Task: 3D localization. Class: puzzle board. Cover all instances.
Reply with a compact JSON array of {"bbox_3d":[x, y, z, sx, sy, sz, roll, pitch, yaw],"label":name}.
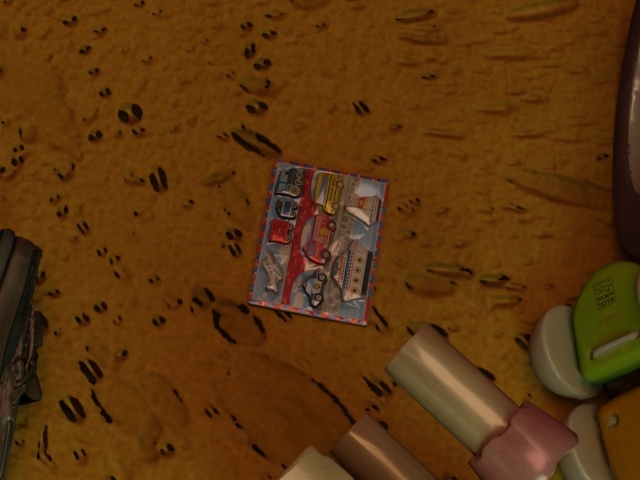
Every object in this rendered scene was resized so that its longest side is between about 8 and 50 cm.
[{"bbox_3d":[0.000,0.000,1.375,0.096,0.011,0.128,10,68,-1],"label":"puzzle board"}]

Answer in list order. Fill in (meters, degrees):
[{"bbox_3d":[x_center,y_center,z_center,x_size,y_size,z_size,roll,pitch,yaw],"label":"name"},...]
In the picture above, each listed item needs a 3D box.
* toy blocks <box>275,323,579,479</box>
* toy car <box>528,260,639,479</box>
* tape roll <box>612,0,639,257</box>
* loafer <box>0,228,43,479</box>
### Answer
[{"bbox_3d":[0.049,0.271,1.125,0.260,0.288,0.309,43,69,7],"label":"toy blocks"},{"bbox_3d":[0.257,0.104,1.299,0.136,0.159,0.182,6,62,-41],"label":"toy car"},{"bbox_3d":[0.297,-0.118,1.308,0.090,0.275,0.275,7,67,-3],"label":"tape roll"},{"bbox_3d":[-0.247,0.127,1.269,0.084,0.096,0.267,22,73,-18],"label":"loafer"}]
